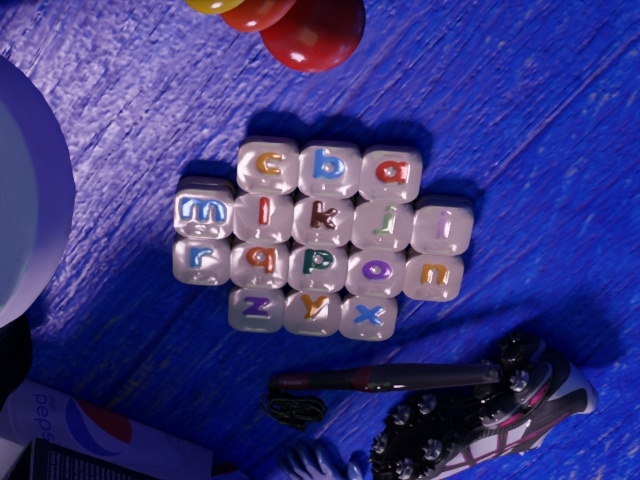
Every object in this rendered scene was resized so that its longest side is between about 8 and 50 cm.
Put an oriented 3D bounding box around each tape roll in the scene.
[{"bbox_3d":[-0.360,-0.040,1.559,0.286,0.100,0.286,2,99,11],"label":"tape roll"}]

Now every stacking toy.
[{"bbox_3d":[-0.090,-0.239,1.429,0.141,0.141,0.330,-30,136,32],"label":"stacking toy"}]

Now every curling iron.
[{"bbox_3d":[0.062,0.151,1.889,0.274,0.035,0.068,-13,127,27],"label":"curling iron"}]

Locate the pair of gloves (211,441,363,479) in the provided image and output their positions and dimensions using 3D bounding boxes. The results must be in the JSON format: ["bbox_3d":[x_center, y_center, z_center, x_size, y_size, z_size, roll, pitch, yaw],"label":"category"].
[{"bbox_3d":[-0.035,0.291,2.083,0.198,0.023,0.159,-16,135,21],"label":"pair of gloves"}]

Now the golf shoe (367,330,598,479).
[{"bbox_3d":[0.166,0.204,1.915,0.120,0.105,0.273,29,133,-33],"label":"golf shoe"}]

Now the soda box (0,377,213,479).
[{"bbox_3d":[-0.263,0.239,1.987,0.286,0.091,0.098,24,134,-22],"label":"soda box"}]

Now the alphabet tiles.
[{"bbox_3d":[0.000,0.000,1.754,0.284,0.021,0.278,4,139,-1],"label":"alphabet tiles"}]

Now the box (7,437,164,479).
[{"bbox_3d":[-0.234,0.425,1.953,0.312,0.179,0.343,20,123,-21],"label":"box"}]

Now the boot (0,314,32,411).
[{"bbox_3d":[-0.400,0.133,1.794,0.178,0.236,0.085,-1,105,11],"label":"boot"}]
